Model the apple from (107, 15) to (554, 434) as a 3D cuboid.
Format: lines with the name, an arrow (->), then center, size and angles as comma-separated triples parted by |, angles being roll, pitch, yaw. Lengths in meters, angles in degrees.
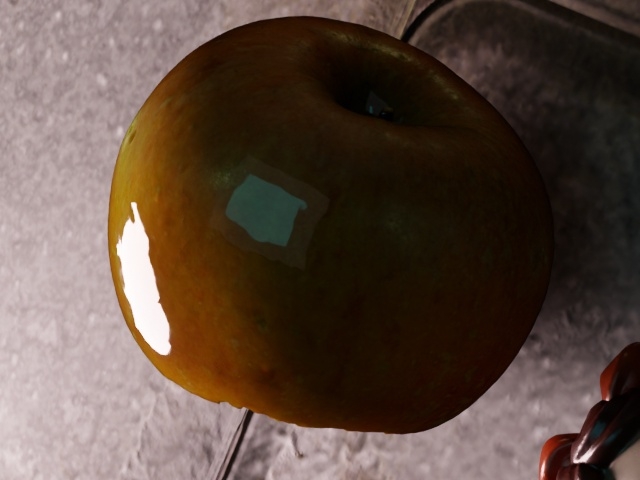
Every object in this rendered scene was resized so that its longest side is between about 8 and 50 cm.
apple -> 0.000, 0.000, 0.716 | 0.237, 0.237, 0.207 | 43, 129, 31

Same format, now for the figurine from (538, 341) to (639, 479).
figurine -> 0.196, 0.134, 0.604 | 0.226, 0.160, 0.183 | 43, 111, 40
